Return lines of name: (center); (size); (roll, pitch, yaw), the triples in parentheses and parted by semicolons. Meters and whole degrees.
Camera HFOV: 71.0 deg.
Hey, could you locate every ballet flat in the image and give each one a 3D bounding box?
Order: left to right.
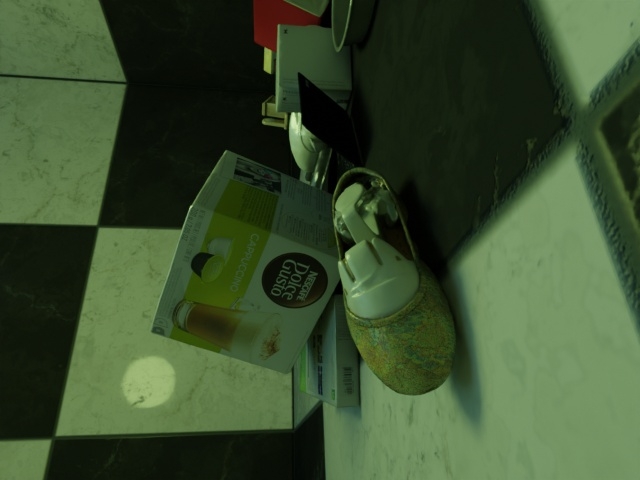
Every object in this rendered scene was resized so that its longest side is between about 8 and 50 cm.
ballet flat: (-0.016, -0.404, 1.381); (0.139, 0.139, 0.400); (-112, 25, -72)
ballet flat: (0.067, 0.019, 0.551); (0.348, 0.123, 0.123); (-94, 8, -53)

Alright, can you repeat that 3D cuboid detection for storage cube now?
storage cube: (-0.058, -0.620, 1.195); (0.183, 0.215, 0.193); (-63, -1, -19)

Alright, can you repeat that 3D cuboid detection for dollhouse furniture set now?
dollhouse furniture set: (-0.099, -0.593, 1.512); (0.303, 0.174, 0.355); (-71, -11, -57)

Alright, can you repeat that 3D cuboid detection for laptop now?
laptop: (0.010, -0.205, 1.029); (0.234, 0.136, 0.264); (-95, 10, -45)

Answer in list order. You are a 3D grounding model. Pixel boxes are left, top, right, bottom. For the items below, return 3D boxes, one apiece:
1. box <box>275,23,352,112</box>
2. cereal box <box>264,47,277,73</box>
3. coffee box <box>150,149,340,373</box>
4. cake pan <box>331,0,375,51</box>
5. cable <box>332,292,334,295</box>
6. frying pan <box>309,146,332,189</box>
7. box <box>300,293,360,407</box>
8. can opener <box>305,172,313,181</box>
box: (-0.020, -0.423, 1.123); (0.119, 0.181, 0.182); (112, 158, -72)
cereal box: (-0.093, -0.706, 1.613); (0.047, 0.240, 0.173); (40, 139, 32)
coffee box: (-0.153, 0.044, 1.075); (0.338, 0.334, 0.337); (-90, 24, -62)
cake pan: (0.070, -0.549, 0.936); (0.293, 0.054, 0.293); (-178, 90, -83)
cable: (0.026, 0.195, 1.277); (0.139, 0.072, 0.287); (-10, 91, 66)
frying pan: (-0.019, -0.131, 1.357); (0.197, 0.053, 0.326); (-166, 92, -87)
box: (0.012, 0.257, 1.079); (0.322, 0.058, 0.232); (146, 125, -69)
can opener: (-0.045, -0.294, 1.643); (0.283, 0.095, 0.076); (120, 151, -75)
